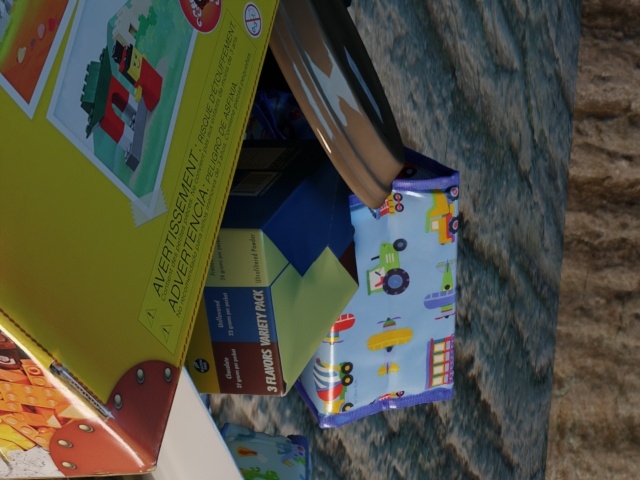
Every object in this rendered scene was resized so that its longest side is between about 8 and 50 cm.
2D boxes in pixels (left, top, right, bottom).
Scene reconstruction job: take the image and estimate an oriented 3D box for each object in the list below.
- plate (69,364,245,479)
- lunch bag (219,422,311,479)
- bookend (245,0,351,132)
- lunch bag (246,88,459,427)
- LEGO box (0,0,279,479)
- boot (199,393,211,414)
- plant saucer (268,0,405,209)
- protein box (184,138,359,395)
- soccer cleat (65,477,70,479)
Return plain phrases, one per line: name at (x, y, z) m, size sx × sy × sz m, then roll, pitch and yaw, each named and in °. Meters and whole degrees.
plate at (-0.123, 0.162, 1.198) m, size 0.045 × 0.277 × 0.278 m, roll -31°, pitch 103°, yaw -23°
lunch bag at (-0.063, 0.265, 1.425) m, size 0.219 × 0.090 × 0.176 m, roll -97°, pitch -159°, yaw -68°
bookend at (-0.026, -0.182, 1.766) m, size 0.157 × 0.072 × 0.156 m, roll 1°, pitch 90°, yaw -72°
lunch bag at (0.000, 0.000, 1.607) m, size 0.293 × 0.138 × 0.221 m, roll -139°, pitch -136°, yaw -56°
LEGO box at (-0.202, -0.168, 0.967) m, size 0.372 × 0.193 × 0.500 m, roll 51°, pitch 42°, yaw -44°
boot at (-0.126, 0.139, 1.515) m, size 0.086 × 0.069 × 0.190 m, roll -39°, pitch 136°, yaw -75°
plant saucer at (0.000, -0.156, 1.368) m, size 0.278 × 0.041 × 0.278 m, roll 63°, pitch 10°, yaw -19°
protein box at (-0.099, 0.015, 1.360) m, size 0.200 × 0.201 × 0.136 m, roll -52°, pitch 138°, yaw -61°
soccer cleat at (-0.167, 0.232, 1.391) m, size 0.083 × 0.095 × 0.248 m, roll -4°, pitch 81°, yaw -28°
